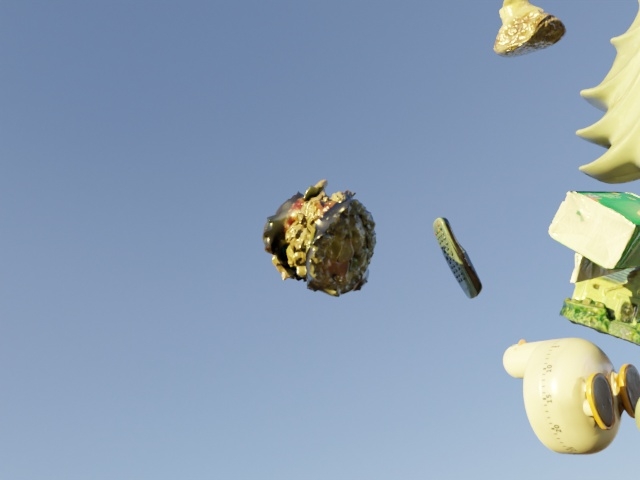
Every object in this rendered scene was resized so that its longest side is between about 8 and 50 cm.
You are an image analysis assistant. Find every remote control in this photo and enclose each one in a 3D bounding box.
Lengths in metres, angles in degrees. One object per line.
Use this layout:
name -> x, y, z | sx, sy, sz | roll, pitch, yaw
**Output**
remote control -> 0.348, 0.044, 1.667 | 0.042, 0.222, 0.072 | -21, -14, -16

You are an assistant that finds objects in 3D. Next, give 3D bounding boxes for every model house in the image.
model house -> 0.640, 0.115, 1.399 | 0.214, 0.189, 0.195 | 20, -2, 32

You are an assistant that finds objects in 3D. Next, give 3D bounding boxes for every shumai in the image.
shumai -> 0.416, -0.444, 1.342 | 0.145, 0.116, 0.145 | -13, 4, 1

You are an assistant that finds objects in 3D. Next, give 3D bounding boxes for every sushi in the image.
sushi -> -0.004, -0.001, 1.490 | 0.218, 0.238, 0.225 | 16, -55, 34

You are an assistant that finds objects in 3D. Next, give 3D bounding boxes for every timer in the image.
timer -> 0.491, 0.312, 1.328 | 0.233, 0.234, 0.240 | 25, -27, -33

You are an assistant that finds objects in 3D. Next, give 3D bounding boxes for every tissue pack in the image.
tissue pack -> 0.551, -0.001, 1.236 | 0.209, 0.148, 0.156 | -4, -57, -38

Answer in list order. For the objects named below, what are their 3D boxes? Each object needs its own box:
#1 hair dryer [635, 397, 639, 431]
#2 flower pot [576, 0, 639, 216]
hair dryer -> 0.645, 0.384, 1.119 | 0.092, 0.267, 0.229 | -35, -30, -3
flower pot -> 0.519, -0.213, 0.926 | 0.164, 0.254, 0.368 | 9, -65, -37
